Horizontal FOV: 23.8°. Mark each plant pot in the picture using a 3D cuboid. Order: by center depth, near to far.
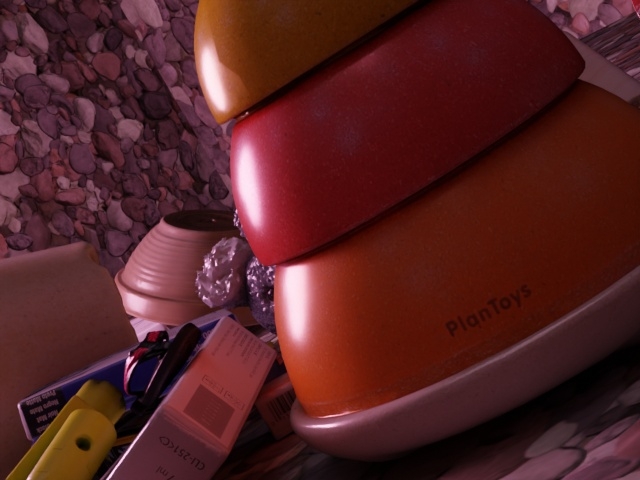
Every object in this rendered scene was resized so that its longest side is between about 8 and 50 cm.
[{"bbox_3d":[-0.360,0.153,1.678,0.305,0.334,0.334,-20,3,-15],"label":"plant pot"},{"bbox_3d":[-0.145,0.026,1.941,0.237,0.109,0.237,3,16,-1],"label":"plant pot"}]

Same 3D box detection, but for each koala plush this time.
[{"bbox_3d":[0.000,0.000,1.375,0.203,0.196,0.221,-94,23,-53],"label":"koala plush"}]

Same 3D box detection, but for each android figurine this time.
[{"bbox_3d":[-0.248,0.229,1.201,0.248,0.056,0.273,-49,6,39],"label":"android figurine"}]

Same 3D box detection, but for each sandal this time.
[{"bbox_3d":[-0.138,0.103,1.227,0.067,0.040,0.179,-53,2,-23],"label":"sandal"}]

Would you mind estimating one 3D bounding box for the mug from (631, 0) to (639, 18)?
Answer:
[{"bbox_3d":[0.409,-0.247,1.488,0.169,0.150,0.113,-32,41,27],"label":"mug"}]

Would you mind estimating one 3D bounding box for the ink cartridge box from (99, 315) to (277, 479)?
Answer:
[{"bbox_3d":[-0.150,0.206,1.215,0.261,0.066,0.296,-53,2,11],"label":"ink cartridge box"}]

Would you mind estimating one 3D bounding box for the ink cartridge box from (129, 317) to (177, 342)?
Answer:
[{"bbox_3d":[-0.211,0.139,1.983,0.140,0.082,0.190,-28,8,17],"label":"ink cartridge box"}]

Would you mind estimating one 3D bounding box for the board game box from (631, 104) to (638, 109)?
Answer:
[{"bbox_3d":[0.353,-0.137,1.709,0.193,0.045,0.147,-30,6,0],"label":"board game box"}]

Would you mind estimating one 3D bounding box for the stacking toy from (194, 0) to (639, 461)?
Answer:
[{"bbox_3d":[0.035,-0.124,1.052,0.350,0.480,0.350,-29,6,4],"label":"stacking toy"}]

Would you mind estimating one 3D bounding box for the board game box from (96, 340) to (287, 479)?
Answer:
[{"bbox_3d":[-0.131,0.170,1.495,0.170,0.048,0.141,-35,10,-37],"label":"board game box"}]

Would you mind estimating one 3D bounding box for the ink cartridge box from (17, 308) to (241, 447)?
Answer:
[{"bbox_3d":[-0.179,0.128,1.460,0.223,0.045,0.224,-23,2,-7],"label":"ink cartridge box"}]

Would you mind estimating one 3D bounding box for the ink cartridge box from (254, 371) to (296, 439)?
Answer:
[{"bbox_3d":[0.015,0.106,1.350,0.145,0.045,0.179,-29,9,3],"label":"ink cartridge box"}]

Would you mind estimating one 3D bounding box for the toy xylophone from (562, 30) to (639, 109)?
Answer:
[{"bbox_3d":[0.172,-0.102,1.480,0.323,0.236,0.081,-32,-32,-10],"label":"toy xylophone"}]
